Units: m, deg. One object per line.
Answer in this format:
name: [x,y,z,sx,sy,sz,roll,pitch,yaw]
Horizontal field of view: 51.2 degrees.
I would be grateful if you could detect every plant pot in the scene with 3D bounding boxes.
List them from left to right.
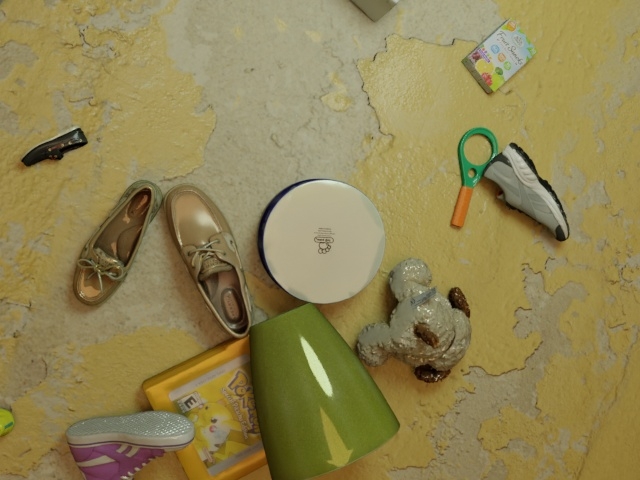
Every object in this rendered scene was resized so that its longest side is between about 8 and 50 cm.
plant pot: [-0.024,0.282,1.333,0.275,0.275,0.293,-22,86,-9]

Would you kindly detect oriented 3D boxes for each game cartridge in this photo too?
game cartridge: [-0.174,0.358,1.439,0.324,0.053,0.285,-26,99,-7]

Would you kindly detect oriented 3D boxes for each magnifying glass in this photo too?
magnifying glass: [0.340,-0.144,1.518,0.092,0.026,0.230,15,89,-12]

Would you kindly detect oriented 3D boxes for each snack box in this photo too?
snack box: [0.403,-0.414,1.501,0.141,0.037,0.100,-42,101,-6]

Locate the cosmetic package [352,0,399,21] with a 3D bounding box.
cosmetic package: [0.172,-0.683,1.378,0.217,0.156,0.385,39,85,-11]

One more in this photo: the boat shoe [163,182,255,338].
boat shoe: [-0.218,0.040,1.376,0.122,0.110,0.341,-26,99,-8]

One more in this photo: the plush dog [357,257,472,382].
plush dog: [0.244,0.197,1.456,0.225,0.211,0.262,24,91,-38]

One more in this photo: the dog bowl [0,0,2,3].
dog bowl: [-0.693,-0.478,1.139,0.349,0.349,0.102,-40,88,-6]

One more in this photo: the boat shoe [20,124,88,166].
boat shoe: [-0.530,-0.181,1.330,0.133,0.049,0.042,-30,91,-12]

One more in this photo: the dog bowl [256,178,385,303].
dog bowl: [0.000,0.000,1.419,0.265,0.104,0.264,-1,94,-11]

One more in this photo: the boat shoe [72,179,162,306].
boat shoe: [-0.415,0.005,1.345,0.105,0.089,0.285,27,89,-12]

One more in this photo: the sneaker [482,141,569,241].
sneaker: [0.472,-0.097,1.518,0.108,0.100,0.271,-36,109,23]

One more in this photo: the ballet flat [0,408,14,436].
ballet flat: [-0.730,0.377,1.317,0.231,0.077,0.077,-6,96,-10]

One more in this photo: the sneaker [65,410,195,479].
sneaker: [-0.369,0.439,1.357,0.282,0.102,0.161,-7,102,20]
